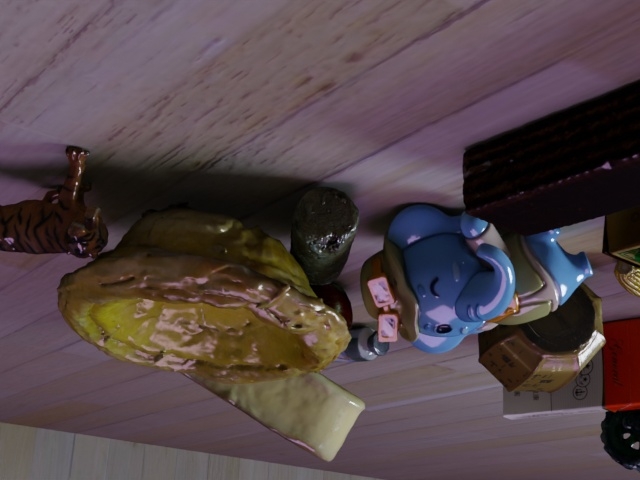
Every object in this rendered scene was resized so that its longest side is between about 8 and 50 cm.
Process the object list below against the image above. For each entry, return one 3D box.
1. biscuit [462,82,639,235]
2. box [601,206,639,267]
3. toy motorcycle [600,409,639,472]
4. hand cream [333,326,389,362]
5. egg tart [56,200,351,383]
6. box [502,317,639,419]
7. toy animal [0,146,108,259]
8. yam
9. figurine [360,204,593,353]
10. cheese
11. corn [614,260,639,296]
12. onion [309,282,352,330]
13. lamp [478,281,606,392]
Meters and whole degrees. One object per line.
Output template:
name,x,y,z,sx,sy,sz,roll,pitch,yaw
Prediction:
biscuit,0.302,-0.088,0.901,0.107,0.073,0.388,18,154,-38
box,0.447,-0.003,1.114,0.240,0.071,0.159,18,157,-36
toy motorcycle,0.613,0.229,1.491,0.410,0.237,0.169,-12,140,40
hand cream,0.011,0.179,1.705,0.256,0.055,0.088,-8,154,45
egg tart,-0.127,0.064,1.162,0.345,0.132,0.345,10,154,5
box,0.399,0.204,1.583,0.245,0.139,0.035,-15,152,36
toy animal,-0.337,-0.023,1.101,0.255,0.116,0.114,-3,157,16
yam,0.000,0.000,1.173,0.078,0.078,0.179,4,160,-4
figurine,0.173,0.034,1.183,0.262,0.154,0.180,-22,144,15
cheese,-0.134,0.172,1.476,0.384,0.104,0.384,31,173,4
corn,0.405,0.048,1.306,0.037,0.037,0.092,-9,156,29
onion,-0.012,0.116,1.449,0.118,0.119,0.117,20,158,-39
lamp,0.293,0.123,1.358,0.161,0.161,0.185,4,163,-2
